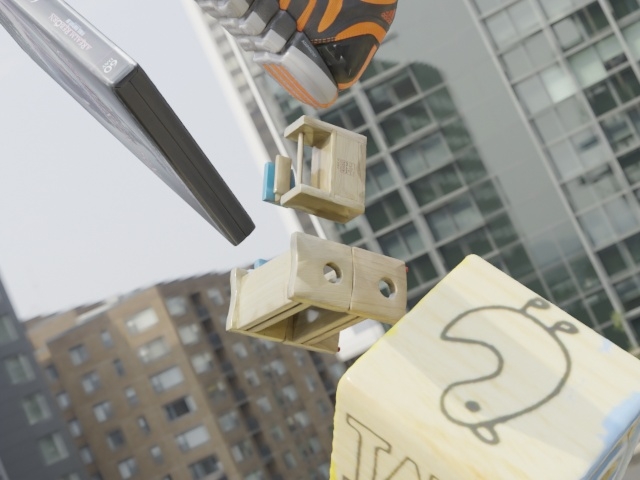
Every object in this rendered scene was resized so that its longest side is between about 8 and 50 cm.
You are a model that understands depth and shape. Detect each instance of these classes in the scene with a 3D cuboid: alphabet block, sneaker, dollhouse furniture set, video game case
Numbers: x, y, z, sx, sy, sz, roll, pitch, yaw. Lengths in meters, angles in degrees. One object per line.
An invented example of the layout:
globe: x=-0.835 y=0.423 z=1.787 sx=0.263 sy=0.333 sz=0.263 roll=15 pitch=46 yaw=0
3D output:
alphabet block: x=0.141 y=0.168 z=0.964 sx=0.192 sy=0.197 sz=0.193 roll=-40 pitch=-29 yaw=-34
sneaker: x=-0.049 y=-0.297 z=1.128 sx=0.180 sy=0.321 sz=0.124 roll=-50 pitch=30 yaw=-8
dollhouse furniture set: x=0.000 y=0.000 z=1.129 sx=0.128 sy=0.184 sz=0.129 roll=16 pitch=-27 yaw=-29
video game case: x=-0.166 y=-0.121 z=0.767 sx=0.026 sy=0.274 sz=0.196 roll=-44 pitch=-32 yaw=-7
